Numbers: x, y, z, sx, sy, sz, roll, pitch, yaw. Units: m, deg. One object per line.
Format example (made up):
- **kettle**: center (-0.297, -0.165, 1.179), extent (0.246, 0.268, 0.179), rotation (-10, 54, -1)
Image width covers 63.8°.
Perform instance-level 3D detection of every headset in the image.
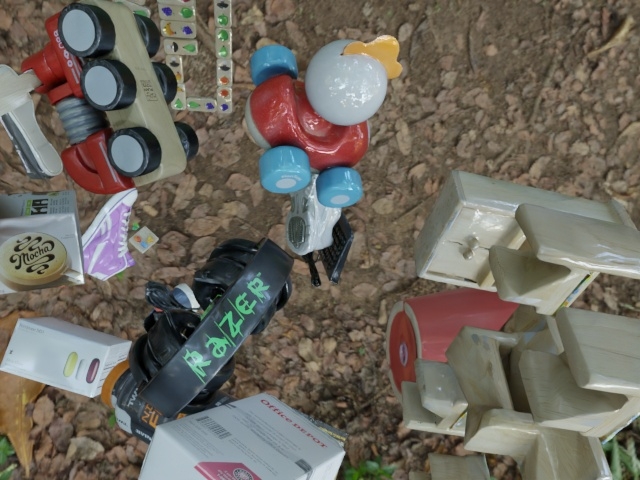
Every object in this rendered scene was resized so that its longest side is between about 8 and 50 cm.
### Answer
- **headset**: center (-0.169, 0.097, 0.707), extent (0.185, 0.394, 0.243), rotation (40, 71, -6)

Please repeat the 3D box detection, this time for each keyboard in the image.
- **keyboard**: center (0.000, 0.000, 1.162), extent (0.033, 0.317, 0.202), rotation (11, 114, -16)

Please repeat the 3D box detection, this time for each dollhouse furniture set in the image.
- **dollhouse furniture set**: center (0.278, 0.117, 0.634), extent (0.256, 0.362, 0.395), rotation (10, 44, -8)

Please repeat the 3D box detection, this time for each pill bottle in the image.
- **pill bottle**: center (-0.257, 0.291, 0.885), extent (0.245, 0.130, 0.131), rotation (19, 79, 20)

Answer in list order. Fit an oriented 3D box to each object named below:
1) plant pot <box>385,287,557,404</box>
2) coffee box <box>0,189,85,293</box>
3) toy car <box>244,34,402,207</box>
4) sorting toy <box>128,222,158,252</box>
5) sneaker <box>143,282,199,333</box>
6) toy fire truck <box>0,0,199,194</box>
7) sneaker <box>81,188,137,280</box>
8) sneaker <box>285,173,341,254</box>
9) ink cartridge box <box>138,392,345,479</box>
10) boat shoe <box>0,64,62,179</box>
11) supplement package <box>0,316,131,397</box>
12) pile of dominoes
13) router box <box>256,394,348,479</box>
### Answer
- **plant pot**: center (0.266, 0.209, 0.970), extent (0.242, 0.275, 0.275), rotation (0, 90, -10)
- **coffee box**: center (-0.627, 0.007, 0.996), extent (0.296, 0.119, 0.168), rotation (-6, 122, -23)
- **toy car**: center (0.033, -0.200, 0.738), extent (0.210, 0.237, 0.220), rotation (13, 62, -40)
- **sorting toy**: center (-0.505, -0.012, 1.441), extent (0.083, 0.012, 0.062), rotation (41, 69, 5)
- **sneaker**: center (-0.494, 0.281, 1.640), extent (0.131, 0.350, 0.148), rotation (39, 45, 18)
- **toy fire truck**: center (-0.317, -0.154, 0.644), extent (0.158, 0.246, 0.217), rotation (-45, 119, -65)
- **sneaker**: center (-0.575, -0.014, 1.477), extent (0.161, 0.102, 0.282), rotation (36, 97, -8)
- **sneaker**: center (-0.006, -0.090, 1.019), extent (0.115, 0.090, 0.233), rotation (-4, 104, -47)
- **ink cartridge box**: center (-0.092, 0.288, 0.658), extent (0.217, 0.158, 0.092), rotation (5, 108, -59)
- **boat shoe**: center (-0.880, -0.332, 1.500), extent (0.095, 0.112, 0.336), rotation (-13, 111, 17)
- **supplement package**: center (-0.714, 0.324, 1.469), extent (0.261, 0.204, 0.145), rotation (17, 82, -2)
- **pile of dominoes**: center (-0.254, -0.325, 0.901), extent (0.195, 0.251, 0.040), rotation (0, 49, -9)
- **router box**: center (-0.082, 0.581, 1.360), extent (0.308, 0.080, 0.243), rotation (37, 62, -34)
